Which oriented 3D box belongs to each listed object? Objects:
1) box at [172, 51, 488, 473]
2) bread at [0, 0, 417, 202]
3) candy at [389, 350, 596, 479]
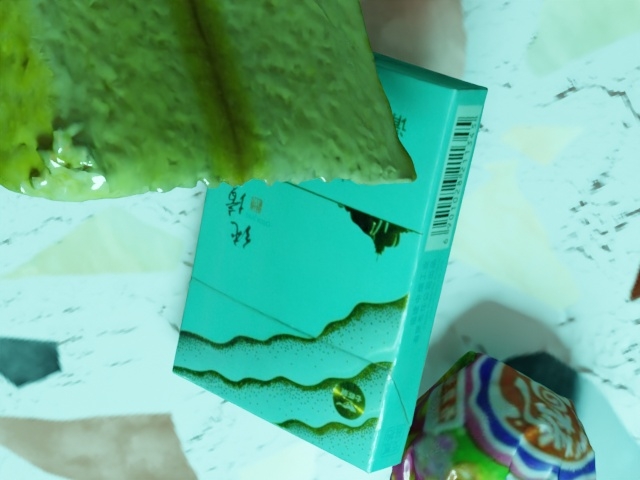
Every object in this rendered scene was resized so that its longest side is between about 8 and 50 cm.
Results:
[{"bbox_3d":[0.000,0.000,0.915,0.161,0.042,0.226,24,109,35],"label":"box"},{"bbox_3d":[-0.093,-0.220,0.779,0.245,0.233,0.361,18,107,43],"label":"bread"},{"bbox_3d":[0.031,0.222,0.990,0.124,0.124,0.365,39,114,-4],"label":"candy"}]
